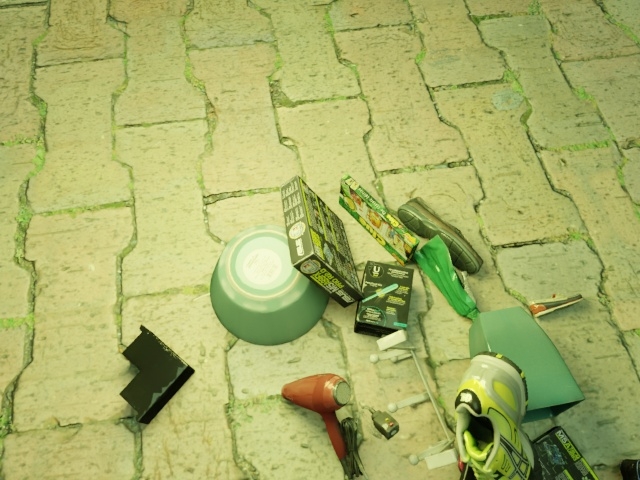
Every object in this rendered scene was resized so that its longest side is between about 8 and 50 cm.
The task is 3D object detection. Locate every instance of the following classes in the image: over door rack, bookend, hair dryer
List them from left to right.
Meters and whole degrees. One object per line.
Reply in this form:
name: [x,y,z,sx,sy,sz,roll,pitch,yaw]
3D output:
bookend: [-0.406,0.309,1.112,0.156,0.072,0.157,35,70,15]
hair dryer: [0.018,0.394,1.034,0.293,0.223,0.080,34,28,35]
over door rack: [0.183,0.328,0.985,0.108,0.324,0.239,-24,68,6]

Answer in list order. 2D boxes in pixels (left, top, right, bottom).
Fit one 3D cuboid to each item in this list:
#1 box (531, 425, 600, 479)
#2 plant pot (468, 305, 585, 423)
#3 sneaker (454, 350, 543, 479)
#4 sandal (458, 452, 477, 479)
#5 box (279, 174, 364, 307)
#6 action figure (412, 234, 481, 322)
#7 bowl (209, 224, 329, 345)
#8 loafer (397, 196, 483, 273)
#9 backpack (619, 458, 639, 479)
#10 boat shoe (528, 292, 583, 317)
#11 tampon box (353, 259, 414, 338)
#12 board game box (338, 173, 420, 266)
box: [0.505,0.535,1.038,0.184,0.045,0.191,-26,67,-15]
plant pot: [0.441,0.282,1.095,0.165,0.165,0.234,-9,58,-5]
sneaker: [0.329,0.410,0.938,0.147,0.145,0.385,-29,108,-37]
sandal: [0.321,0.491,1.047,0.067,0.040,0.179,48,54,-21]
box: [0.000,0.000,1.149,0.060,0.216,0.270,-31,44,18]
action figure: [0.331,0.107,1.209,0.063,0.137,0.232,-24,76,-25]
bowl: [-0.128,0.085,1.174,0.311,0.163,0.311,1,64,-2]
loafer: [0.330,-0.025,1.274,0.267,0.096,0.084,41,65,19]
backpack: [0.720,0.551,0.993,0.158,0.117,0.173,4,64,1]
boat shoe: [0.598,0.156,1.217,0.137,0.049,0.043,-17,64,-4]
tampon box: [0.155,0.149,1.181,0.120,0.101,0.161,11,64,4]
board game box: [0.146,-0.052,1.257,0.030,0.136,0.260,-39,71,-15]
